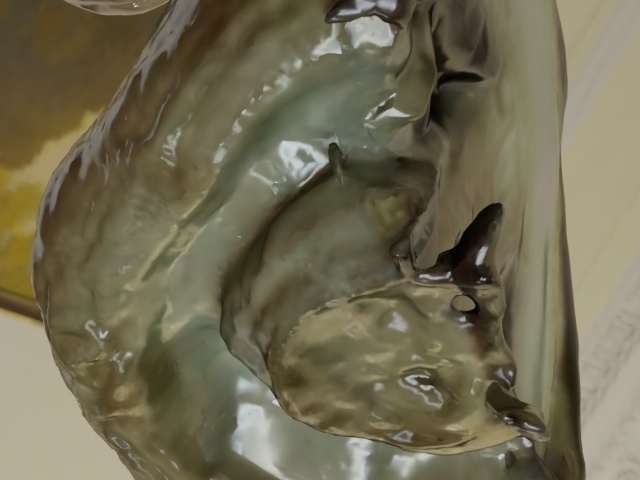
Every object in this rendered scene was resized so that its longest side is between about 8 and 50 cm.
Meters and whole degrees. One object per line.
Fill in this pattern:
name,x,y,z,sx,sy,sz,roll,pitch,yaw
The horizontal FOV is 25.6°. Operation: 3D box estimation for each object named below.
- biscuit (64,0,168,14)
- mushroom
biscuit,-0.015,-0.272,0.669,0.359,0.074,0.381,35,-93,21
mushroom,0.000,-0.008,0.472,0.164,0.267,0.189,-7,-131,18
